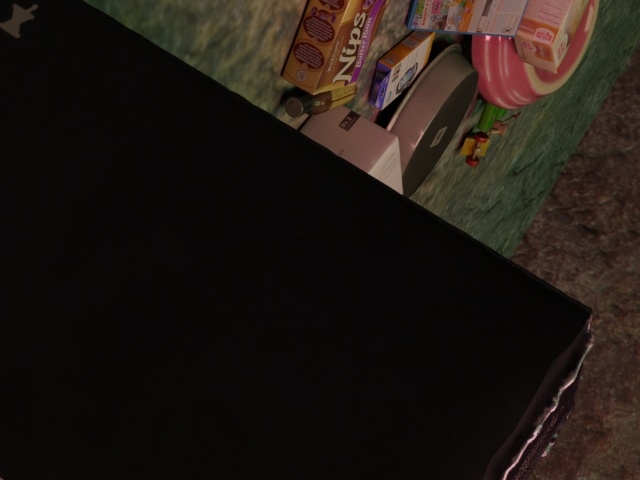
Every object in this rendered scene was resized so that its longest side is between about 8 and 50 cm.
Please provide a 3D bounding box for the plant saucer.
[{"bbox_3d":[0.380,-0.379,1.684,0.332,0.084,0.332,-31,134,-40],"label":"plant saucer"}]

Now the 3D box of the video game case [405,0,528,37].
[{"bbox_3d":[0.212,-0.342,1.384,0.015,0.166,0.119,-103,-160,-44],"label":"video game case"}]

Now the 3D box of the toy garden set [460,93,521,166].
[{"bbox_3d":[0.365,-0.278,2.015,0.244,0.049,0.204,-39,152,-47],"label":"toy garden set"}]

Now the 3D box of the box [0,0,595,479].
[{"bbox_3d":[-0.057,0.089,0.824,0.297,0.480,0.472,-55,161,-6],"label":"box"}]

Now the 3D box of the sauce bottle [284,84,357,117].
[{"bbox_3d":[0.000,-0.180,1.238,0.128,0.042,0.042,-29,146,-54],"label":"sauce bottle"}]

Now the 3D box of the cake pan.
[{"bbox_3d":[0.168,-0.178,1.610,0.293,0.054,0.293,-53,166,-19],"label":"cake pan"}]

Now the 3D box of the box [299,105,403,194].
[{"bbox_3d":[0.013,-0.060,1.338,0.181,0.119,0.182,-53,160,-15],"label":"box"}]

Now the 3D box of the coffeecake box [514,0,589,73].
[{"bbox_3d":[0.364,-0.366,1.506,0.185,0.068,0.142,-66,163,0],"label":"coffeecake box"}]

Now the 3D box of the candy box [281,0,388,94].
[{"bbox_3d":[0.030,-0.268,1.156,0.109,0.053,0.187,-27,143,-58],"label":"candy box"}]

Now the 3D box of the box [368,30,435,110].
[{"bbox_3d":[0.114,-0.249,1.444,0.136,0.028,0.081,-42,157,-36],"label":"box"}]
